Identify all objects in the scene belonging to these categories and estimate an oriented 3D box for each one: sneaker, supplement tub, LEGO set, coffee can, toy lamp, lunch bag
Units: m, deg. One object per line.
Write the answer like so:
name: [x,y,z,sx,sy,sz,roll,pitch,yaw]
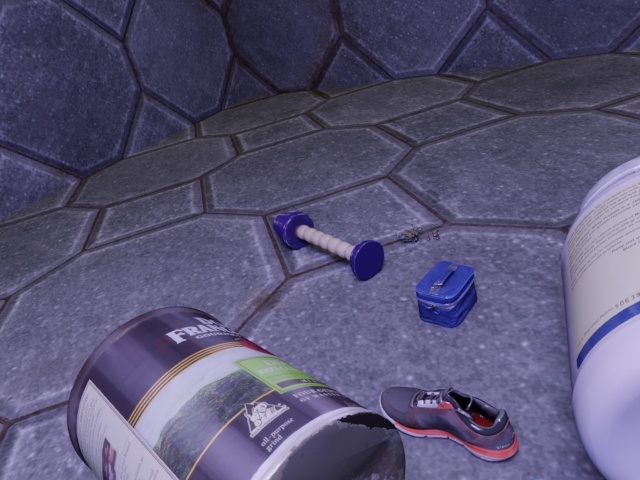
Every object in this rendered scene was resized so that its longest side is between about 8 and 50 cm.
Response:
sneaker: [0.135,0.180,0.537,0.158,0.065,0.061,6,34,35]
supplement tub: [0.359,0.064,0.459,0.235,0.235,0.325,-1,30,24]
LEGO set: [0.183,-0.008,0.927,0.083,0.023,0.054,13,38,21]
coffee can: [-0.089,0.199,0.466,0.201,0.202,0.275,-34,33,-33]
toy lamp: [0.000,0.000,0.937,0.080,0.080,0.274,-29,31,-26]
lunch bag: [0.181,0.075,0.714,0.067,0.065,0.098,9,35,39]

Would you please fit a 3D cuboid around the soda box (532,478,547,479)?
soda box: [0.268,0.237,0.355,0.210,0.071,0.067,-2,29,23]
